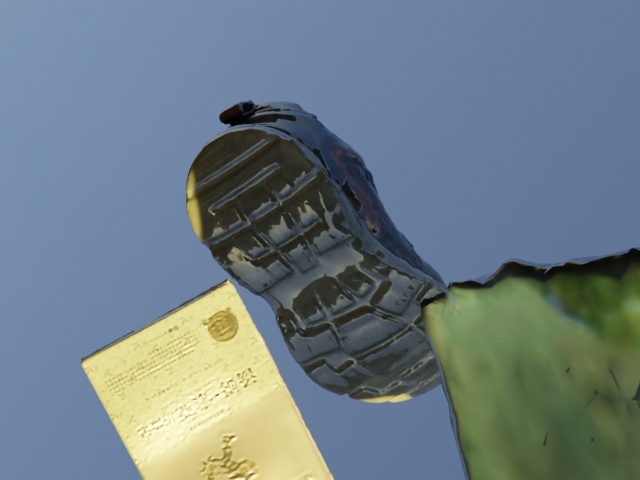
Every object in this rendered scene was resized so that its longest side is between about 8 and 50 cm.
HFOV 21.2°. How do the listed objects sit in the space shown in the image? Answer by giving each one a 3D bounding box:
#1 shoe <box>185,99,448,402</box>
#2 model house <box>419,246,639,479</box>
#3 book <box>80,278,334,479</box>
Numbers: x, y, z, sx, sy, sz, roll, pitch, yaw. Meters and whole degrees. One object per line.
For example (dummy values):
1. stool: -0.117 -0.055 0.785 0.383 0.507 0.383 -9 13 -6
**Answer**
1. shoe: 0.000 -0.001 1.030 0.099 0.227 0.125 -35 -150 11
2. model house: 0.284 0.137 0.683 0.297 0.339 0.360 -19 -94 60
3. book: -0.080 0.135 1.253 0.127 0.181 0.014 -28 -167 -10
